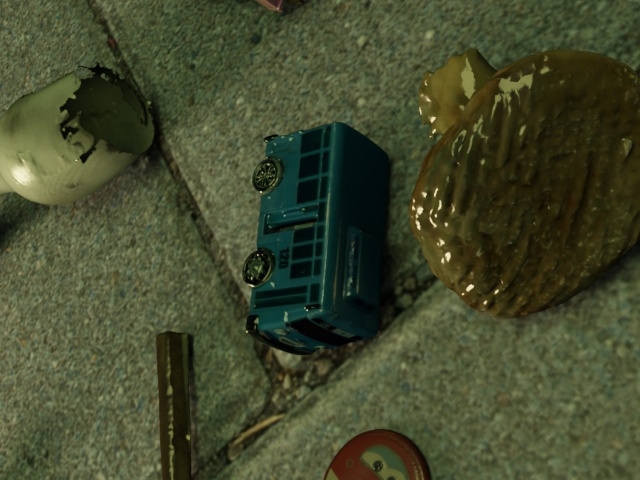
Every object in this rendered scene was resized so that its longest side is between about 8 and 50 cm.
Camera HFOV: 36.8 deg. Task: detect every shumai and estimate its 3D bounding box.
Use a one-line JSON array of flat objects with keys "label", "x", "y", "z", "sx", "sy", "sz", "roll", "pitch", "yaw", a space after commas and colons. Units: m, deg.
[{"label": "shumai", "x": 0.149, "y": -0.058, "z": 0.716, "sx": 0.153, "sy": 0.162, "sz": 0.209, "roll": -95, "pitch": 16, "yaw": -59}]

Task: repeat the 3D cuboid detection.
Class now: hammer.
[{"label": "hammer", "x": -0.130, "y": 0.220, "z": 0.886, "sx": 0.125, "sy": 0.027, "sz": 0.297, "roll": -20, "pitch": 61, "yaw": 26}]

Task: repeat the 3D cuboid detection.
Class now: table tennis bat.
[{"label": "table tennis bat", "x": 0.026, "y": 0.221, "z": 0.769, "sx": 0.154, "sy": 0.019, "sz": 0.098, "roll": -51, "pitch": 49, "yaw": 7}]

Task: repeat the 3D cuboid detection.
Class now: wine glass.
[{"label": "wine glass", "x": -0.337, "y": -0.080, "z": 1.103, "sx": 0.321, "sy": 0.143, "sz": 0.143, "roll": -28, "pitch": 57, "yaw": 25}]

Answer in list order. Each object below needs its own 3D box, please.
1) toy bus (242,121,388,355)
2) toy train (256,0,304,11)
[{"label": "toy bus", "x": 0.000, "y": 0.000, "z": 0.829, "sx": 0.106, "sy": 0.090, "sz": 0.184, "roll": -9, "pitch": 66, "yaw": 34}, {"label": "toy train", "x": -0.096, "y": -0.358, "z": 1.019, "sx": 0.261, "sy": 0.134, "sz": 0.177, "roll": 24, "pitch": 89, "yaw": 42}]
